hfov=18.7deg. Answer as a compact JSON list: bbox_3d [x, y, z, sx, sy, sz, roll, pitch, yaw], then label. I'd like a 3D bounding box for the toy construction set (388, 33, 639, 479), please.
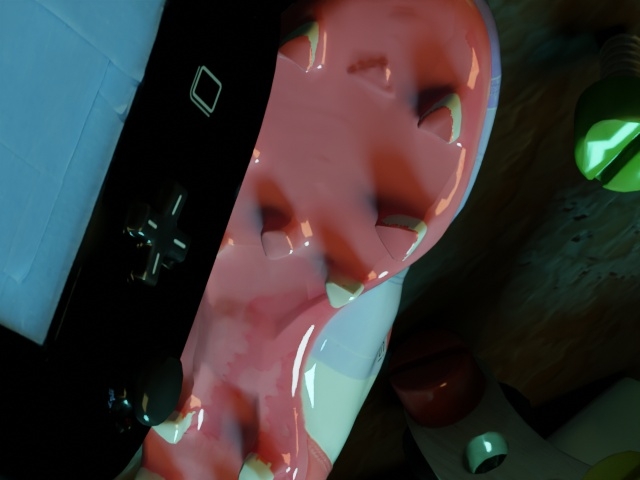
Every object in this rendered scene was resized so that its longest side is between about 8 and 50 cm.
[{"bbox_3d":[0.145,0.098,0.685,0.257,0.237,0.309,5,133,5],"label":"toy construction set"}]

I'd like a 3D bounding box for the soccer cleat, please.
[{"bbox_3d":[0.000,0.000,0.633,0.095,0.083,0.248,-55,168,-50],"label":"soccer cleat"}]

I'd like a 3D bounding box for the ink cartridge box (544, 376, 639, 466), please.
[{"bbox_3d":[0.073,0.229,0.907,0.289,0.121,0.211,-33,151,-35],"label":"ink cartridge box"}]

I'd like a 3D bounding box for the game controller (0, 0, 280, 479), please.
[{"bbox_3d":[-0.093,-0.051,0.401,0.166,0.067,0.319,-64,153,-8],"label":"game controller"}]
